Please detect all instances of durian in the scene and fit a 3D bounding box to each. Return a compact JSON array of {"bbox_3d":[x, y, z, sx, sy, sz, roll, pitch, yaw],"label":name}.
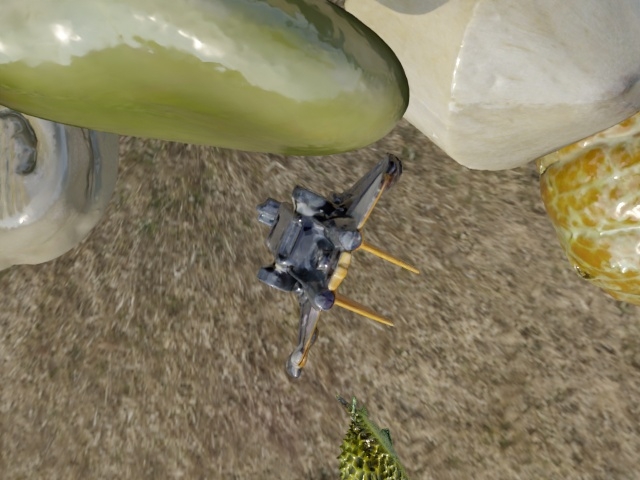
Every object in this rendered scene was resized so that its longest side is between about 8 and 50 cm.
[{"bbox_3d":[0.069,0.286,1.337,0.086,0.100,0.215,-17,136,14],"label":"durian"}]

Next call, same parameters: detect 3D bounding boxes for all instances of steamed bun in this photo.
[{"bbox_3d":[-0.445,-0.104,1.468,0.368,0.255,0.342,-20,67,23],"label":"steamed bun"}]

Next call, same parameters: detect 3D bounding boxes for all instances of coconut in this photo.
[{"bbox_3d":[0.135,-0.151,0.700,0.202,0.222,0.202,-26,138,-26],"label":"coconut"}]

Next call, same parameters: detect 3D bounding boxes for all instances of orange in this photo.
[{"bbox_3d":[0.391,-0.085,1.142,0.329,0.249,0.329,11,75,-47],"label":"orange"}]

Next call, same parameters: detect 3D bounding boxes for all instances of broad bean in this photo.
[{"bbox_3d":[-0.084,-0.101,0.542,0.263,0.189,0.121,22,81,-3],"label":"broad bean"}]

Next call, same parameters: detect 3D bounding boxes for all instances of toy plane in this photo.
[{"bbox_3d":[-0.011,-0.005,0.971,0.103,0.316,0.204,23,96,-20],"label":"toy plane"}]
